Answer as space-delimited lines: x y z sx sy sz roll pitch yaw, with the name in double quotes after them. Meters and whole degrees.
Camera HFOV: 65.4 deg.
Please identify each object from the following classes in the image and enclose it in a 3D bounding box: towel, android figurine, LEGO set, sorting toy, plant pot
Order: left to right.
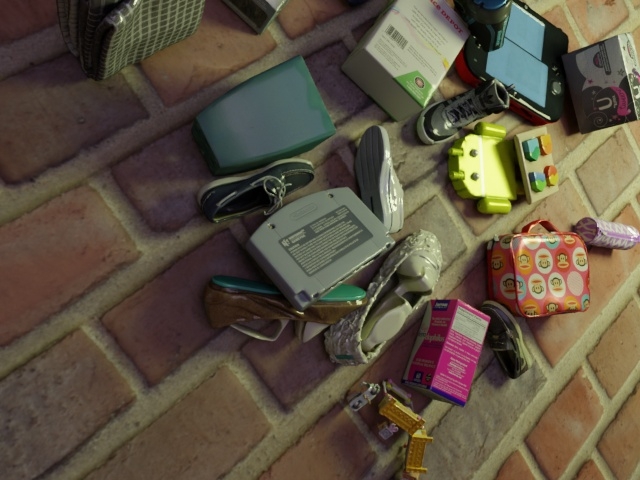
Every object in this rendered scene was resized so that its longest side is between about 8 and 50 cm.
-0.313 -0.401 0.859 0.235 0.284 0.121 -38 102 -24 "towel"
-0.128 -0.230 1.004 0.234 0.166 0.165 -27 96 -18 "plant pot"
0.180 0.421 1.127 0.132 0.107 0.287 -28 104 9 "LEGO set"
0.447 -0.193 1.335 0.273 0.056 0.248 4 83 -28 "android figurine"
0.609 -0.213 1.386 0.208 0.038 0.193 -21 99 -42 "sorting toy"

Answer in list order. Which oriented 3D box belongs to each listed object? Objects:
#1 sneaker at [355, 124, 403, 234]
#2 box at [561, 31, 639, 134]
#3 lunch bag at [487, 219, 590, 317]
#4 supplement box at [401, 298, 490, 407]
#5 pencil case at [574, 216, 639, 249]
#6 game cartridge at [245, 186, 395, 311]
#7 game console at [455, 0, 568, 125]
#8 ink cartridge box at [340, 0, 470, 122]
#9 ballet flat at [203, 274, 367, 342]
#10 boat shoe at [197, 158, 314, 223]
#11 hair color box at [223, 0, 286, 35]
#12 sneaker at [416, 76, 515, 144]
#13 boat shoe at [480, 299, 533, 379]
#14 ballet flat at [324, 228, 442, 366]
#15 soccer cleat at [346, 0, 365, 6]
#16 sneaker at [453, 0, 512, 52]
0.144 -0.137 1.171 0.091 0.094 0.258 0 88 -44 "sneaker"
0.842 -0.460 1.471 0.142 0.163 0.247 -27 101 -41 "box"
0.585 0.072 1.333 0.293 0.120 0.258 1 83 -25 "lunch bag"
0.296 0.259 1.175 0.114 0.111 0.220 30 71 -19 "supplement box"
0.860 -0.020 1.497 0.206 0.088 0.086 6 83 -26 "pencil case"
0.000 0.000 1.035 0.297 0.062 0.198 -30 68 -37 "game cartridge"
0.562 -0.539 1.428 0.386 0.060 0.342 21 76 -23 "game console"
0.211 -0.466 1.214 0.201 0.117 0.278 39 69 -17 "ink cartridge box"
-0.070 0.146 1.020 0.342 0.116 0.124 5 102 -25 "ballet flat"
-0.118 -0.099 1.011 0.254 0.095 0.079 -16 52 -25 "boat shoe"
-0.086 -0.660 1.095 0.185 0.113 0.374 39 68 -17 "hair color box"
0.371 -0.335 1.257 0.268 0.153 0.101 -31 98 -26 "sneaker"
0.470 0.258 1.278 0.073 0.080 0.223 -39 106 -30 "boat shoe"
0.178 0.130 1.122 0.409 0.147 0.147 -46 104 -24 "ballet flat"
0.160 -0.676 1.212 0.093 0.121 0.289 47 67 -14 "soccer cleat"
0.392 -0.618 1.290 0.125 0.139 0.341 -12 49 9 "sneaker"
